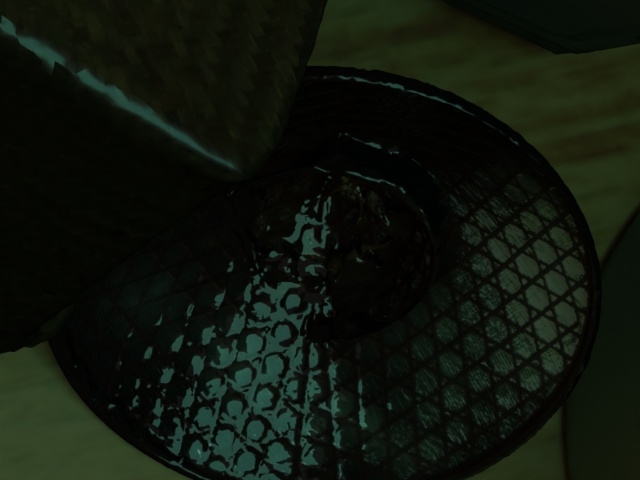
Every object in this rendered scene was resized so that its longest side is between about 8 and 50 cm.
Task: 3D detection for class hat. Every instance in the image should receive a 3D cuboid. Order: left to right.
[{"bbox_3d":[0.000,0.000,0.660,0.193,0.082,0.193,1,129,1],"label":"hat"}]

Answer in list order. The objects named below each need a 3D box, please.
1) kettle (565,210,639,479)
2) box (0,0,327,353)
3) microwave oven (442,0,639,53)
[{"bbox_3d":[0.237,0.107,0.598,0.361,0.377,0.250,-28,104,-18],"label":"kettle"},{"bbox_3d":[-0.083,-0.133,0.517,0.184,0.143,0.273,32,53,-21],"label":"box"},{"bbox_3d":[0.105,-0.182,0.640,0.122,0.162,0.208,21,82,-22],"label":"microwave oven"}]
